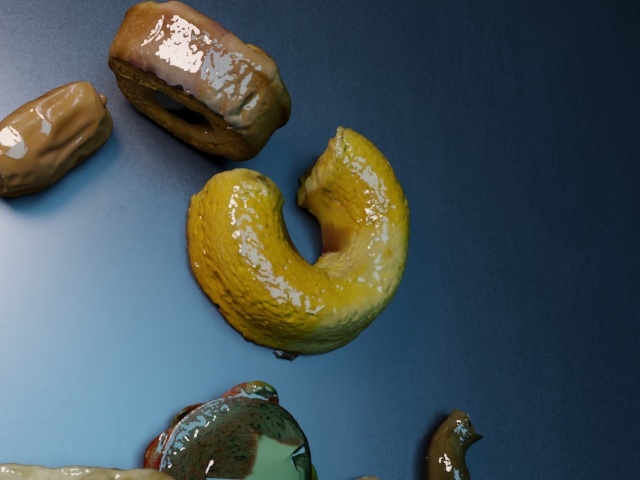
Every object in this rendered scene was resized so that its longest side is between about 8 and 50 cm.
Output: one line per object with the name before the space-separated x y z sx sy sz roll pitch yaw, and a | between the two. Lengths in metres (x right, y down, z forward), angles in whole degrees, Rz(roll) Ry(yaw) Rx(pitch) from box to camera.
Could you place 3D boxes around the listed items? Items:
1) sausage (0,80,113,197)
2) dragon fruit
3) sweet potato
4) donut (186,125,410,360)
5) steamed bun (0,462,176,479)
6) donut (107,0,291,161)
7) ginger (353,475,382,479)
sausage | -0.440 -0.167 1.190 0.120 0.136 0.241 42 54 1
dragon fruit | -0.126 0.364 1.155 0.295 0.130 0.269 6 64 -25
sweet potato | 0.244 0.450 1.329 0.112 0.085 0.286 14 66 -27
donut | 0.000 0.000 1.327 0.435 0.163 0.378 -29 87 -32
steamed bun | -0.383 0.408 0.929 0.427 0.247 0.190 4 89 -13
donut | -0.209 -0.271 1.253 0.150 0.317 0.299 -58 144 -17
ginger | 0.048 0.460 1.248 0.173 0.051 0.069 -42 96 -30
